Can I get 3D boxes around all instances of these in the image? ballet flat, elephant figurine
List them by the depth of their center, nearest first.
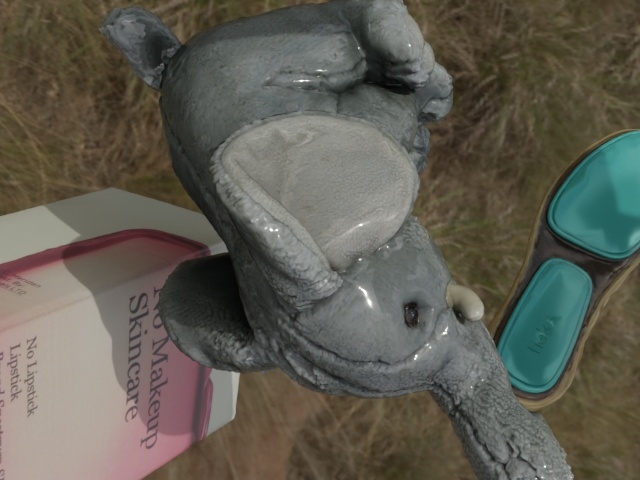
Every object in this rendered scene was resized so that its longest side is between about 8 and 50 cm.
[{"bbox_3d":[0.000,0.000,0.457,0.169,0.186,0.239,60,23,-46],"label":"elephant figurine"},{"bbox_3d":[0.167,0.019,0.651,0.232,0.080,0.073,-52,168,-23],"label":"ballet flat"}]

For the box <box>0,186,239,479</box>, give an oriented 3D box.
[{"bbox_3d":[-0.161,0.070,0.581,0.232,0.127,0.148,-24,126,-56],"label":"box"}]
